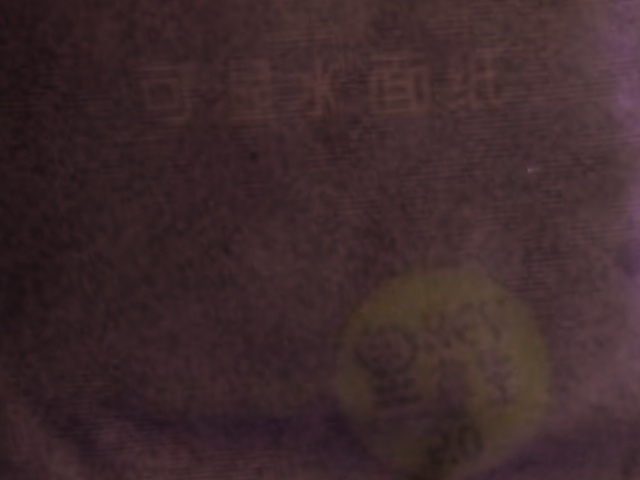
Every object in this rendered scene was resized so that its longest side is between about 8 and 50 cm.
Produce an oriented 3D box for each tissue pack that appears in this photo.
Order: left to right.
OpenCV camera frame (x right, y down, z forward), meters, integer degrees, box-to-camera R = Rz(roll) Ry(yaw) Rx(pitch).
[{"bbox_3d":[0.006,-0.095,0.724,0.124,0.288,0.394,-70,159,-89],"label":"tissue pack"}]
